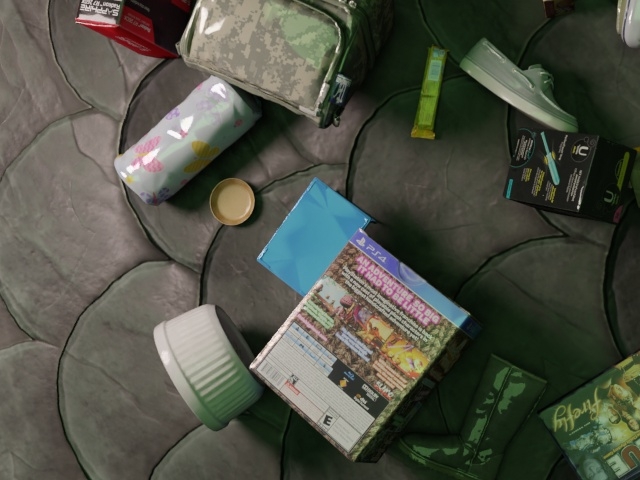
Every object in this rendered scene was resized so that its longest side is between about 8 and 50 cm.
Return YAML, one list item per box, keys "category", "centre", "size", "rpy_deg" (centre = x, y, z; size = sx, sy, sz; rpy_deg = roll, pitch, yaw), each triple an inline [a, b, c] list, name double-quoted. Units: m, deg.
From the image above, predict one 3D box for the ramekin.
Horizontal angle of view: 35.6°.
- category: "ramekin"
  centre: [-0.179, 0.205, 1.675]
  size: [0.109, 0.207, 0.207]
  rpy_deg: [-31, 81, 2]

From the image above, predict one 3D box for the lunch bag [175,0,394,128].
- category: "lunch bag"
  centre: [-0.052, -0.343, 1.632]
  size: [0.305, 0.212, 0.256]
  rpy_deg: [25, 79, 12]

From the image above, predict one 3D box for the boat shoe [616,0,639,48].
- category: "boat shoe"
  centre: [0.504, -0.450, 1.588]
  size: [0.094, 0.109, 0.303]
  rpy_deg: [7, 80, 30]

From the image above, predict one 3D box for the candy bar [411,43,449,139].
- category: "candy bar"
  centre: [0.187, -0.252, 1.691]
  size: [0.040, 0.018, 0.162]
  rpy_deg: [10, 90, 11]

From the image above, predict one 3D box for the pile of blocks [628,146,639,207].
- category: "pile of blocks"
  centre: [0.636, -0.131, 1.543]
  size: [0.362, 0.149, 0.113]
  rpy_deg: [-11, 128, 22]

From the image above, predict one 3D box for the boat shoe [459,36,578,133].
- category: "boat shoe"
  centre: [0.334, -0.253, 1.623]
  size: [0.227, 0.079, 0.081]
  rpy_deg: [37, 101, 16]

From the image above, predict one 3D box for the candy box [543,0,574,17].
- category: "candy box"
  centre: [0.369, -0.465, 1.607]
  size: [0.053, 0.109, 0.187]
  rpy_deg: [-9, 86, 14]

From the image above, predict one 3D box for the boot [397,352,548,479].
- category: "boot"
  centre: [0.246, 0.282, 1.626]
  size: [0.189, 0.076, 0.209]
  rpy_deg: [21, 100, 0]

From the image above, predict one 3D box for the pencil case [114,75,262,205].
- category: "pencil case"
  centre: [-0.233, -0.184, 1.747]
  size: [0.273, 0.113, 0.124]
  rpy_deg: [-41, 60, 9]

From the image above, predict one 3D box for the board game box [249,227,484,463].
- category: "board game box"
  centre: [0.076, 0.172, 1.607]
  size: [0.232, 0.141, 0.291]
  rpy_deg: [39, 91, 22]

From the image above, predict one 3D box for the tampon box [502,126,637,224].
- category: "tampon box"
  centre: [0.386, -0.102, 1.553]
  size: [0.161, 0.101, 0.121]
  rpy_deg: [17, 93, 54]

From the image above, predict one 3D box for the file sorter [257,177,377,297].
- category: "file sorter"
  centre: [0.000, 0.000, 1.684]
  size: [0.118, 0.104, 0.170]
  rpy_deg: [37, 97, 12]

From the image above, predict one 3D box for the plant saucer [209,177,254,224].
- category: "plant saucer"
  centre: [-0.155, -0.068, 1.772]
  size: [0.083, 0.015, 0.084]
  rpy_deg: [-1, 88, 13]

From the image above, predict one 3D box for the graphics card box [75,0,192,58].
- category: "graphics card box"
  centre: [-0.288, -0.519, 1.712]
  size: [0.094, 0.233, 0.371]
  rpy_deg: [12, 90, 18]

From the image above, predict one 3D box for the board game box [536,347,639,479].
- category: "board game box"
  centre: [0.492, 0.279, 1.580]
  size: [0.243, 0.042, 0.165]
  rpy_deg: [-35, 80, 10]
